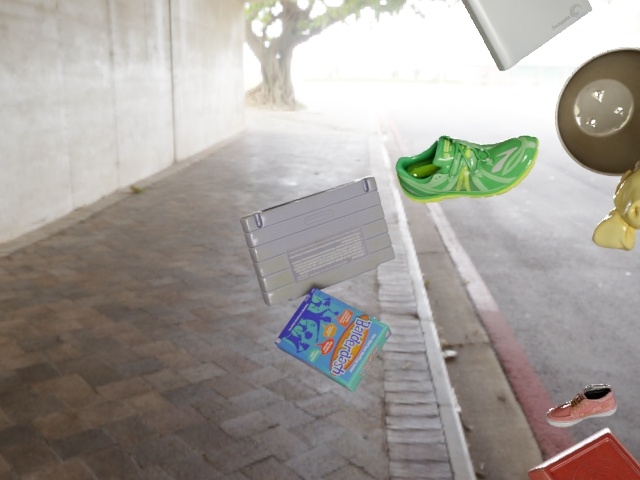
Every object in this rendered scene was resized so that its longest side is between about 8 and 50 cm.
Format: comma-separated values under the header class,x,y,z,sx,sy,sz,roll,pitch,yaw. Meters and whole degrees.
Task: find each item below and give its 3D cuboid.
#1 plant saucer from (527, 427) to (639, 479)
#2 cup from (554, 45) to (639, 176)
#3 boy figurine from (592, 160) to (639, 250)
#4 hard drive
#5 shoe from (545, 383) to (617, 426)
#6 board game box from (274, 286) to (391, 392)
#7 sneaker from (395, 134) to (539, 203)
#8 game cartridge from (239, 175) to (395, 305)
class,x,y,z,sx,sy,sz,roll,pitch,yaw
plant saucer,0.690,0.605,1.625,0.259,0.047,0.258,-25,46,-10
cup,0.793,-0.355,1.817,0.332,0.330,0.237,3,15,9
boy figurine,0.671,-0.088,1.359,0.092,0.285,0.177,19,28,-16
hard drive,0.388,-0.565,1.374,0.233,0.353,0.047,-35,18,-1
shoe,0.662,0.418,1.702,0.178,0.081,0.063,-16,34,12
board game box,0.027,0.216,1.477,0.210,0.160,0.047,25,-20,30
sneaker,0.281,-0.147,1.316,0.296,0.109,0.123,-13,-36,31
game cartridge,0.000,0.000,1.617,0.355,0.230,0.068,-19,15,-22
